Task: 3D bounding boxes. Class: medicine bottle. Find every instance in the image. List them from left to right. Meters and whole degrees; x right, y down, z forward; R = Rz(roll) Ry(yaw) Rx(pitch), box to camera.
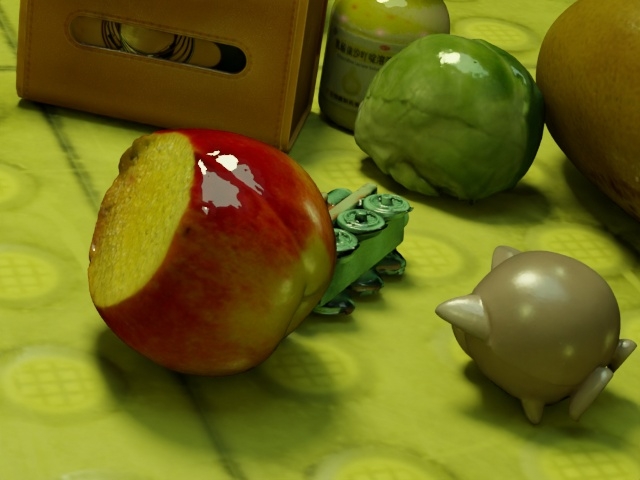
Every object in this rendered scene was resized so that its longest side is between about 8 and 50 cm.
[{"bbox_3d":[0.070,-0.220,1.720,0.121,0.213,0.122,7,27,-4],"label":"medicine bottle"}]

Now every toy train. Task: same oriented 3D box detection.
[{"bbox_3d":[0.000,0.000,1.433,0.118,0.074,0.176,17,30,23],"label":"toy train"}]

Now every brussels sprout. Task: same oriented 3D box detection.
[{"bbox_3d":[0.123,-0.122,1.622,0.183,0.145,0.131,25,26,27],"label":"brussels sprout"}]

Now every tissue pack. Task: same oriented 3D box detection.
[{"bbox_3d":[-0.139,-0.214,1.668,0.274,0.194,0.145,11,27,5],"label":"tissue pack"}]

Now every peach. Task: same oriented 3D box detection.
[{"bbox_3d":[-0.087,0.002,1.273,0.192,0.190,0.190,31,31,10],"label":"peach"}]

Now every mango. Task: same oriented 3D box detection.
[{"bbox_3d":[0.333,-0.118,1.583,0.221,0.264,0.378,-44,29,-12],"label":"mango"}]

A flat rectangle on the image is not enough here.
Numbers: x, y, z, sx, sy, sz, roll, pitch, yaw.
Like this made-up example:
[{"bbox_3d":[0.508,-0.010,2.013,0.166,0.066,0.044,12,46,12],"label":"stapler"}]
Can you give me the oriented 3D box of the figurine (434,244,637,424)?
[{"bbox_3d":[0.165,0.067,1.311,0.138,0.125,0.125,33,32,11],"label":"figurine"}]
